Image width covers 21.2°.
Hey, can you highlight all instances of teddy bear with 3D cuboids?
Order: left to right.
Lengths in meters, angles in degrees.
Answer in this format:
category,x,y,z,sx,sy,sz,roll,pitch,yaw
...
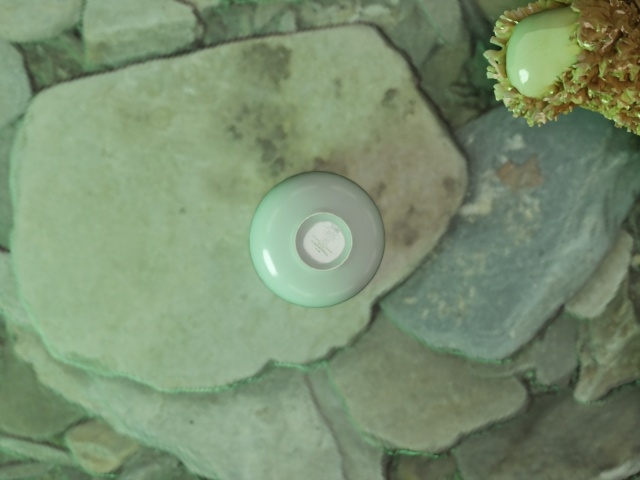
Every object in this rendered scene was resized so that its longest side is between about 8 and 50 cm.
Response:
category,x,y,z,sx,sy,sz,roll,pitch,yaw
teddy bear,0.263,-0.109,1.000,0.338,0.113,0.245,-2,57,-5

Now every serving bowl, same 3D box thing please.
category,x,y,z,sx,sy,sz,roll,pitch,yaw
serving bowl,0.000,0.000,1.026,0.083,0.027,0.083,0,92,-8
